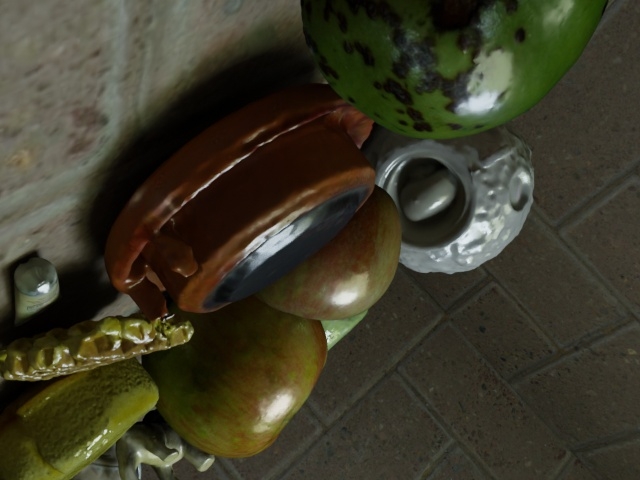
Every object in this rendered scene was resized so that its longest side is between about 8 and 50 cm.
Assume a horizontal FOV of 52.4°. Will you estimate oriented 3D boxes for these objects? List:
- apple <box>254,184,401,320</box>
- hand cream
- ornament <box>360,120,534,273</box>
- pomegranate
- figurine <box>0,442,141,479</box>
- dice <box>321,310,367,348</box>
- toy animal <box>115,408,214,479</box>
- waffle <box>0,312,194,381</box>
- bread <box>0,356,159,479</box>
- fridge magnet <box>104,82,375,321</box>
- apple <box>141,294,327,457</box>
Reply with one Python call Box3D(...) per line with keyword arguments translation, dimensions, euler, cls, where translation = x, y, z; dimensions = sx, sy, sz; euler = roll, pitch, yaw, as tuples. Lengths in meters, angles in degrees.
Box3D(translation=(0.000, 0.000, 1.043), dimensions=(0.257, 0.257, 0.234), euler=(-22, 132, -66), cls="apple")
Box3D(translation=(-0.303, 0.060, 0.695), dimensions=(0.061, 0.039, 0.143), euler=(-39, 176, -29), cls="hand cream")
Box3D(translation=(0.230, -0.107, 1.219), dimensions=(0.337, 0.337, 0.337), euler=(-41, 171, -8), cls="ornament")
Box3D(translation=(0.093, -0.209, 0.500), dimensions=(0.254, 0.254, 0.270), euler=(-44, 138, 16), cls="pomegranate")
Box3D(translation=(-0.408, 0.478, 1.250), dimensions=(0.266, 0.361, 0.377), euler=(-17, -168, 32), cls="figurine")
Box3D(translation=(-0.056, 0.164, 1.567), dimensions=(0.250, 0.252, 0.254), euler=(-46, 172, 30), cls="dice")
Box3D(translation=(-0.300, 0.386, 1.215), dimensions=(0.121, 0.168, 0.233), euler=(-45, 158, 2), cls="toy animal")
Box3D(translation=(-0.273, 0.129, 0.821), dimensions=(0.249, 0.056, 0.253), euler=(-10, 170, -29), cls="waffle")
Box3D(translation=(-0.385, 0.272, 1.007), dimensions=(0.270, 0.148, 0.270), euler=(-39, 175, -4), cls="bread")
Box3D(translation=(-0.079, -0.040, 0.764), dimensions=(0.363, 0.155, 0.363), euler=(-36, 171, -7), cls="fridge magnet")
Box3D(translation=(-0.160, 0.219, 1.203), dimensions=(0.339, 0.339, 0.339), euler=(-41, 171, -8), cls="apple")
